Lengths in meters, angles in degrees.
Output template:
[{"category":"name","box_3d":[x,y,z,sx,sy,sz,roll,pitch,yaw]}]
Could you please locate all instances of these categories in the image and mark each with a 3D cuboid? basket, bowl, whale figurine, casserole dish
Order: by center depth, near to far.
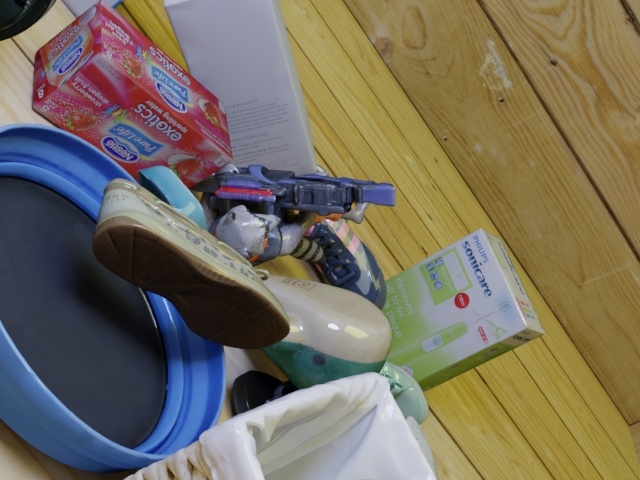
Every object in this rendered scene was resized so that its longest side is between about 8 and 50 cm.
[{"category":"basket","box_3d":[-0.035,0.335,0.835,0.328,0.266,0.331,65,21,12]},{"category":"bowl","box_3d":[-0.248,0.062,0.950,0.391,0.077,0.391,52,20,-27]},{"category":"casserole dish","box_3d":[-0.184,-0.031,1.152,0.114,0.037,0.188,47,-18,18]},{"category":"whale figurine","box_3d":[-0.039,0.128,1.248,0.272,0.141,0.216,20,14,11]}]

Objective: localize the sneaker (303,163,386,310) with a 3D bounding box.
[{"category":"sneaker","box_3d":[0.000,0.000,1.584,0.131,0.112,0.319,2,54,-59]}]

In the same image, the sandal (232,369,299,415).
[{"category":"sandal","box_3d":[-0.037,0.232,1.251,0.254,0.054,0.097,28,38,-54]}]

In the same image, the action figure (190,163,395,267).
[{"category":"action figure","box_3d":[-0.034,-0.024,1.345,0.330,0.341,0.179,-15,110,-63]}]

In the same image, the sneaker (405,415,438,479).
[{"category":"sneaker","box_3d":[0.071,0.340,1.253,0.366,0.137,0.210,47,24,-42]}]

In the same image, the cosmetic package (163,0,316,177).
[{"category":"cosmetic package","box_3d":[-0.122,-0.290,1.411,0.385,0.156,0.217,72,6,-47]}]

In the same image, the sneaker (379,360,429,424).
[{"category":"sneaker","box_3d":[0.076,0.242,1.434,0.256,0.094,0.151,44,19,-13]}]

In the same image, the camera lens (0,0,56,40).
[{"category":"camera lens","box_3d":[-0.404,-0.374,0.993,0.219,0.219,0.274,33,34,-49]}]

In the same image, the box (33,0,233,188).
[{"category":"box","box_3d":[-0.250,-0.182,1.214,0.257,0.128,0.123,39,30,-44]}]

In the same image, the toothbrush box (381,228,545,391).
[{"category":"toothbrush box","box_3d":[0.243,0.139,1.684,0.122,0.283,0.206,21,44,-59]}]

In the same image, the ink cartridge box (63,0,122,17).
[{"category":"ink cartridge box","box_3d":[-0.309,-0.422,1.378,0.082,0.139,0.191,49,23,-21]}]

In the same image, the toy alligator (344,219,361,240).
[{"category":"toy alligator","box_3d":[0.015,-0.052,1.750,0.051,0.056,0.190,-41,105,-26]}]

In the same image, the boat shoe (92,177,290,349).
[{"category":"boat shoe","box_3d":[-0.134,0.032,1.009,0.285,0.104,0.089,44,28,-41]}]
